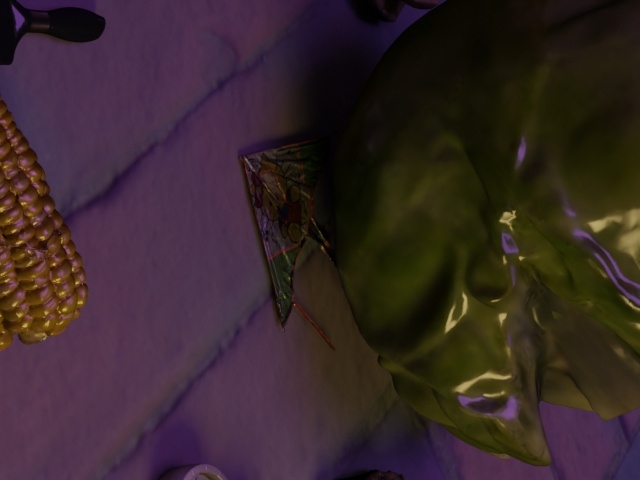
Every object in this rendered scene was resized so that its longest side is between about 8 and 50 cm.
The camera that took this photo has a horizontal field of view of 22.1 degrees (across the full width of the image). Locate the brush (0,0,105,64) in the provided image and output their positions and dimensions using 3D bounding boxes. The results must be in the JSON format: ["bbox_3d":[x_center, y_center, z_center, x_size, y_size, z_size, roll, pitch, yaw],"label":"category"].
[{"bbox_3d":[-0.204,-0.144,1.077,0.193,0.016,0.062,-6,89,-57],"label":"brush"}]

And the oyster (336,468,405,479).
[{"bbox_3d":[0.083,0.307,1.364,0.259,0.092,0.198,63,34,-22],"label":"oyster"}]

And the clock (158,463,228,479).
[{"bbox_3d":[-0.073,0.218,1.183,0.129,0.041,0.087,41,47,-39],"label":"clock"}]

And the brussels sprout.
[{"bbox_3d":[0.203,-0.048,1.355,0.361,0.425,0.342,54,10,-3],"label":"brussels sprout"}]

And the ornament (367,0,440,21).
[{"bbox_3d":[0.051,-0.313,1.466,0.201,0.059,0.180,54,39,-33],"label":"ornament"}]

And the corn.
[{"bbox_3d":[-0.227,-0.064,0.959,0.101,0.101,0.291,-49,121,-49],"label":"corn"}]

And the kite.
[{"bbox_3d":[0.000,0.000,1.369,0.244,0.006,0.198,49,45,-40],"label":"kite"}]
